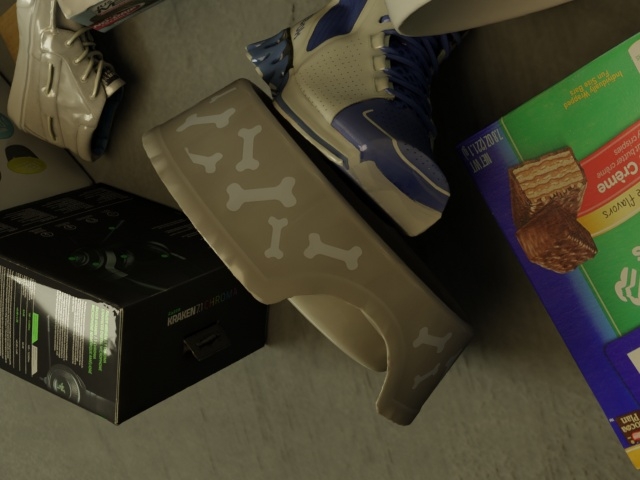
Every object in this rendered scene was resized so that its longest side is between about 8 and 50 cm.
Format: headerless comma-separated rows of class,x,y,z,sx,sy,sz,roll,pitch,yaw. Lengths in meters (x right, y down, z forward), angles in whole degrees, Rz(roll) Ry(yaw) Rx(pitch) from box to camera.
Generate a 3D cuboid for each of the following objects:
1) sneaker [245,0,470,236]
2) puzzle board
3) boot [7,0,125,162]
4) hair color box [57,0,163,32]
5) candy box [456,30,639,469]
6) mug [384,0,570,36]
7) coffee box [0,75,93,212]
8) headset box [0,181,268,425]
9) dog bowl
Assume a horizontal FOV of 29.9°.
sneaker,0.052,-0.154,1.030,0.182,0.315,0.127,-41,123,7
puzzle board,-0.322,-0.245,1.399,0.128,0.011,0.096,-29,86,37
boot,-0.264,-0.208,1.318,0.123,0.095,0.258,28,132,10
hair color box,-0.228,-0.415,1.168,0.185,0.113,0.374,-25,89,8
candy box,0.303,-0.009,0.961,0.268,0.122,0.317,-31,87,37
mug,0.165,-0.359,0.837,0.374,0.276,0.328,-17,89,53
coffee box,-0.545,-0.035,1.417,0.334,0.338,0.338,48,125,13
headset box,-0.219,0.056,1.275,0.283,0.246,0.131,18,114,29
dog bowl,0.000,0.000,1.060,0.102,0.349,0.349,-42,78,6
